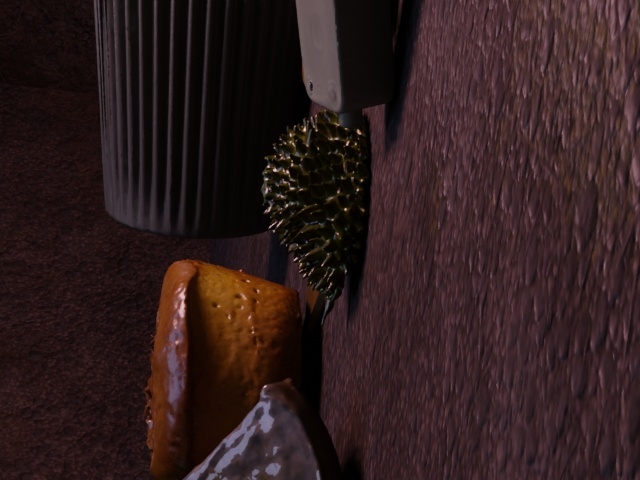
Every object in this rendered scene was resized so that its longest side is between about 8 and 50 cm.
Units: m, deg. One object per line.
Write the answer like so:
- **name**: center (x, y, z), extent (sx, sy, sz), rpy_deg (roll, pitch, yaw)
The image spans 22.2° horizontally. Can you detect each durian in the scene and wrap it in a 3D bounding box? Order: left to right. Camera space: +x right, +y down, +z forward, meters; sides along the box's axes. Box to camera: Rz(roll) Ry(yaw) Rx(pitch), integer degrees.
- **durian**: center (-0.007, -0.044, 1.553), extent (0.137, 0.095, 0.221), rpy_deg (105, 162, -56)

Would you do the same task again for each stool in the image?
- **stool**: center (-0.158, -0.191, 2.183), extent (0.297, 0.297, 0.330), rpy_deg (-108, 20, -73)

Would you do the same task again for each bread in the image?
- **bread**: center (-0.103, 0.166, 1.794), extent (0.312, 0.172, 0.312), rpy_deg (-179, 90, -90)

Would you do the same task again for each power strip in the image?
- **power strip**: center (0.012, -0.281, 1.382), extent (0.091, 0.062, 0.385), rpy_deg (-148, 48, -62)

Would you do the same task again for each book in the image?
- **book**: center (0.000, 0.000, 1.768), extent (0.118, 0.012, 0.172), rpy_deg (107, 167, -58)

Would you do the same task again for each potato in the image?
- **potato**: center (-0.029, 0.273, 1.466), extent (0.264, 0.211, 0.189), rpy_deg (-48, -21, 18)

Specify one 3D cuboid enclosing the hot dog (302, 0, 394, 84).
- **hot dog**: center (0.023, -0.197, 1.588), extent (0.286, 0.061, 0.088), rpy_deg (113, 151, -71)
